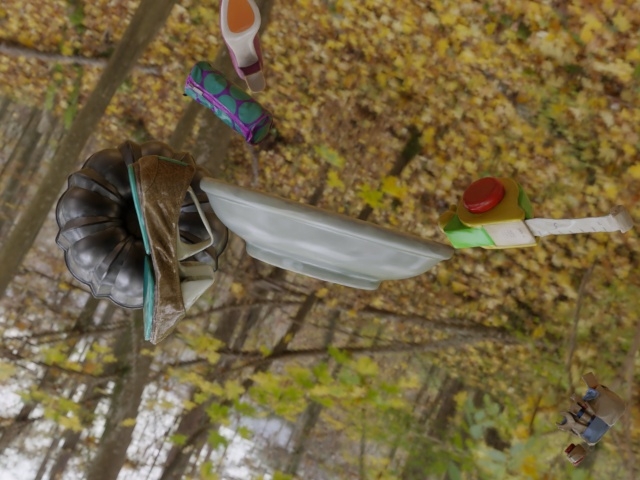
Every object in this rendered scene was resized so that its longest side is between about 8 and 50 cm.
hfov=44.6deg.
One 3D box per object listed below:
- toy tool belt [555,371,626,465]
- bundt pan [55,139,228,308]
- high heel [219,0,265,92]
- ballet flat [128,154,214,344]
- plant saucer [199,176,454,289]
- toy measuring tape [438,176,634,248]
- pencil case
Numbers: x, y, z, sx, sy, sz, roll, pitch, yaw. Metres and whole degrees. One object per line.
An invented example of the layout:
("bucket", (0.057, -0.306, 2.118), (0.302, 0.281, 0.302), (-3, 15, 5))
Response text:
("toy tool belt", (0.260, 0.176, 0.776), (0.051, 0.083, 0.052), (41, 176, 21))
("bundt pan", (-0.324, -0.041, 1.437), (0.330, 0.331, 0.124), (25, 166, -9))
("high heel", (-0.156, -0.418, 1.538), (0.244, 0.082, 0.117), (70, 177, -47))
("ballet flat", (-0.235, 0.021, 1.261), (0.124, 0.342, 0.116), (-6, -152, -15))
("plant saucer", (0.000, 0.000, 1.202), (0.400, 0.101, 0.400), (16, -177, -1))
("toy measuring tape", (0.328, -0.051, 1.218), (0.330, 0.121, 0.121), (-6, 150, 44))
("pencil case", (-0.145, -0.215, 1.230), (0.151, 0.070, 0.064), (38, 125, 12))
